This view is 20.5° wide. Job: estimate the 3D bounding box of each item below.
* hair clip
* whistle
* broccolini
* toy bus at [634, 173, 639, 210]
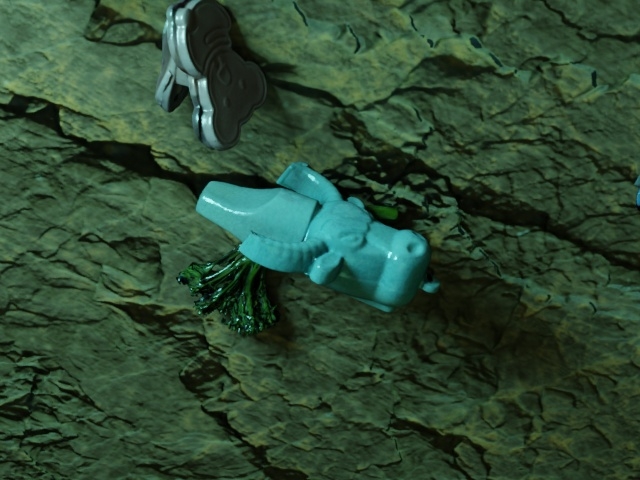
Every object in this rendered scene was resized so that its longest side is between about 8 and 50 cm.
[{"bbox_3d":[-0.112,-0.180,1.840,0.102,0.123,0.138,22,131,13],"label":"hair clip"},{"bbox_3d":[0.000,0.000,1.902,0.274,0.186,0.093,21,120,2],"label":"whistle"},{"bbox_3d":[-0.022,0.034,2.026,0.271,0.062,0.123,-23,131,16],"label":"broccolini"},{"bbox_3d":[0.417,-0.046,1.842,0.126,0.209,0.136,23,114,-11],"label":"toy bus"}]
